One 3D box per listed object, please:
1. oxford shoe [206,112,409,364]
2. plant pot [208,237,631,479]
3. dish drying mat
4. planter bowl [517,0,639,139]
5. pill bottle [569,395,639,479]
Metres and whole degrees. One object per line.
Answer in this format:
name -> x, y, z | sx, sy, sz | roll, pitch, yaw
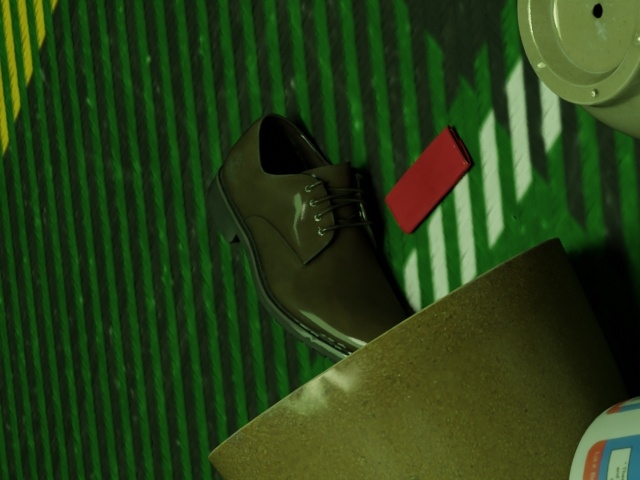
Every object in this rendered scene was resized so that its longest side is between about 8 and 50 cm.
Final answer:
oxford shoe -> 0.000, 0.000, 1.294 | 0.227, 0.083, 0.096 | 52, 131, 32
plant pot -> 0.103, 0.166, 1.095 | 0.254, 0.237, 0.237 | 57, 140, 8
dish drying mat -> 0.070, -0.038, 1.251 | 0.083, 0.008, 0.032 | -50, 59, 45
planter bowl -> 0.173, -0.123, 1.006 | 0.162, 0.109, 0.162 | 15, 109, 51
pill bottle -> 0.240, 0.122, 0.949 | 0.221, 0.124, 0.124 | -18, 83, 49
